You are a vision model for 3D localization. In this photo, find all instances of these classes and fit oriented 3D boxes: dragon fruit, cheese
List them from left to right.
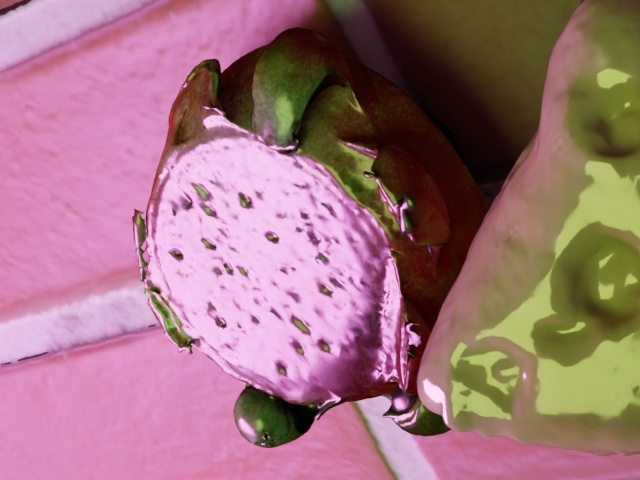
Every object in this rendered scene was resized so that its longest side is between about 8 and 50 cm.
[{"bbox_3d":[0.000,0.000,1.148,0.268,0.130,0.295,32,135,17],"label":"dragon fruit"},{"bbox_3d":[0.200,0.002,0.957,0.248,0.173,0.251,17,104,6],"label":"cheese"}]
